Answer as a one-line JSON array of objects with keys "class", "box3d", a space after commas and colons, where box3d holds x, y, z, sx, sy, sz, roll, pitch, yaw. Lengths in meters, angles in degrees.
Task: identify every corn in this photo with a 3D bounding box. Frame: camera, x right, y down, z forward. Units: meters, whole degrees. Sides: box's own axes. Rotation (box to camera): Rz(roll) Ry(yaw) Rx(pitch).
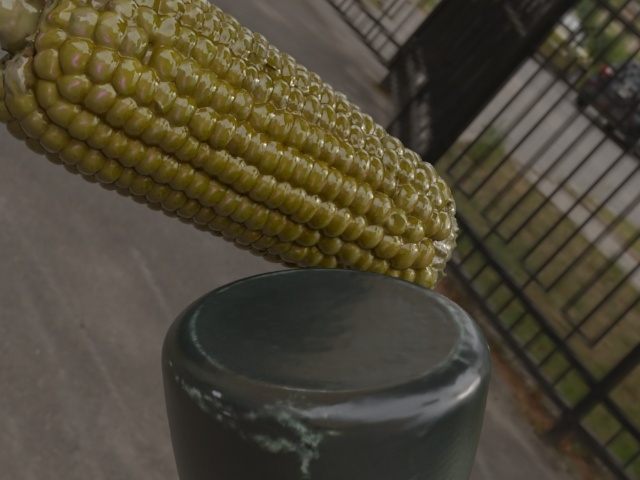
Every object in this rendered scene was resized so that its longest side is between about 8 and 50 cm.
[{"class": "corn", "box3d": [-0.057, -0.063, 0.772, 0.347, 0.130, 0.130, 29, 19, -25]}]

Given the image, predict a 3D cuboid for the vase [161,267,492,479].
[{"class": "vase", "box3d": [-0.001, 0.190, 0.721, 0.173, 0.321, 0.173, 2, 24, -1]}]
